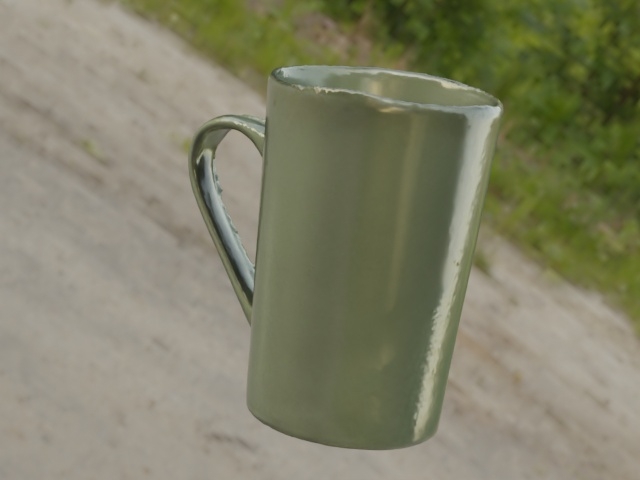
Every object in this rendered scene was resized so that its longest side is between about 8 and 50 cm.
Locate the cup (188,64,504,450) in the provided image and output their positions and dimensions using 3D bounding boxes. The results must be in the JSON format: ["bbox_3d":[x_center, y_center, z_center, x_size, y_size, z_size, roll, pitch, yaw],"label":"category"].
[{"bbox_3d":[0.001,0.001,0.438,0.075,0.083,0.054,9,13,3],"label":"cup"}]
